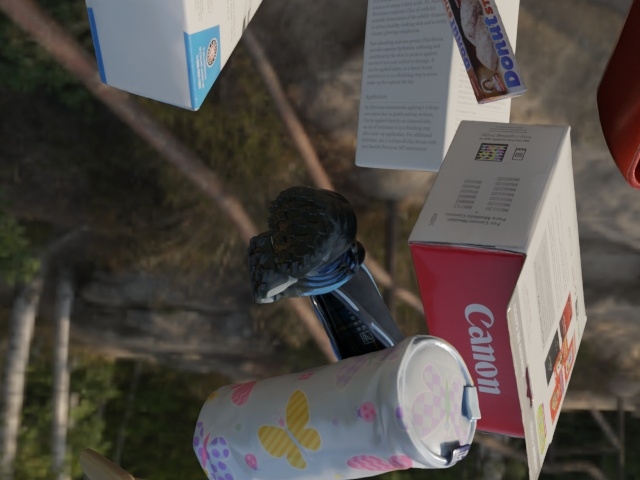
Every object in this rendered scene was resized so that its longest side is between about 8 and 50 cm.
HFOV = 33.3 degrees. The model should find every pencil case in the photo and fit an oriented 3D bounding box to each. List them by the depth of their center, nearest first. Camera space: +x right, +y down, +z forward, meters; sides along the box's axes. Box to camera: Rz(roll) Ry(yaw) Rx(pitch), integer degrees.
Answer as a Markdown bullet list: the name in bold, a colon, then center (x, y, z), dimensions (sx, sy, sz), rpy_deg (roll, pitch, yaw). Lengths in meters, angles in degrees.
- **pencil case**: center (0.010, 0.165, 0.982), dimensions (0.273, 0.114, 0.124), rpy_deg (-19, 173, 37)

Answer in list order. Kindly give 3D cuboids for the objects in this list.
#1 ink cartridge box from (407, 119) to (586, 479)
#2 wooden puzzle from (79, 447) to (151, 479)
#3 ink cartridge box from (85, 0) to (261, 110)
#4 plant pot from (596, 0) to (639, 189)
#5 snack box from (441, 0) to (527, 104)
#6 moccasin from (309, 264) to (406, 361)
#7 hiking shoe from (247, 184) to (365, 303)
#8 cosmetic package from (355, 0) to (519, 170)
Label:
- **ink cartridge box**: center (0.196, 0.072, 1.181), dimensions (0.130, 0.272, 0.310), rpy_deg (6, 135, 24)
- **wooden puzzle**: center (-0.041, 0.197, 0.725), dimensions (0.238, 0.044, 0.221), rpy_deg (19, 169, -16)
- **ink cartridge box**: center (-0.087, -0.210, 0.755), dimensions (0.082, 0.191, 0.140), rpy_deg (16, 144, 10)
- **plant pot**: center (0.475, -0.195, 1.258), dimensions (0.267, 0.267, 0.236), rpy_deg (13, -160, -14)
- **snack box**: center (0.203, -0.262, 1.363), dimensions (0.064, 0.178, 0.022), rpy_deg (-14, 168, -17)
- **moccasin**: center (0.072, 0.189, 1.585), dimensions (0.137, 0.342, 0.117), rpy_deg (-31, -173, 29)
- **hiking shoe**: center (0.000, 0.000, 1.347), dimensions (0.132, 0.113, 0.304), rpy_deg (-5, 169, -19)
- **cosmetic package**: center (0.204, -0.345, 1.854), dimensions (0.161, 0.454, 0.230), rpy_deg (1, -175, -39)
